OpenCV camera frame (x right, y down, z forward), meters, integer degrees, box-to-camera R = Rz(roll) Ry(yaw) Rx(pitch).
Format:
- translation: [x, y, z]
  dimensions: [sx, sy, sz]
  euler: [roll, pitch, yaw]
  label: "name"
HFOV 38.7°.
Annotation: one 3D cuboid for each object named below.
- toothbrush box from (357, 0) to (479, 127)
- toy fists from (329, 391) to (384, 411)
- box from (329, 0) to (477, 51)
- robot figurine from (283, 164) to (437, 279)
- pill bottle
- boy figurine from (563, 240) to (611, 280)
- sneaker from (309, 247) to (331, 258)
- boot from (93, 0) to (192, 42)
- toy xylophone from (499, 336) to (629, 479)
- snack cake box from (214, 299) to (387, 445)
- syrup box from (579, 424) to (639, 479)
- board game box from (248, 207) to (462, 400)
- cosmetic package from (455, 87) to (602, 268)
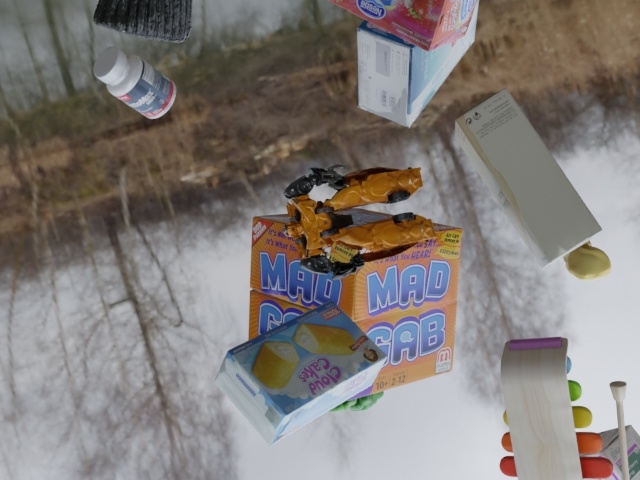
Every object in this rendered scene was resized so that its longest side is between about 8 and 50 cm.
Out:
- translation: [0.197, -0.408, 1.804]
  dimensions: [0.126, 0.216, 0.295]
  euler: [25, -122, 19]
  label: "toothbrush box"
- translation: [0.073, 0.377, 2.369]
  dimensions: [0.096, 0.142, 0.279]
  euler: [4, 175, 35]
  label: "toy fists"
- translation: [0.132, -0.439, 1.559]
  dimensions: [0.257, 0.123, 0.128]
  euler: [33, -142, 23]
  label: "box"
- translation: [0.065, -0.040, 1.695]
  dimensions: [0.291, 0.211, 0.085]
  euler: [-11, 174, -19]
  label: "robot figurine"
- translation: [-0.433, -0.369, 2.113]
  dimensions: [0.108, 0.108, 0.180]
  euler: [-14, 151, 33]
  label: "pill bottle"
- translation: [0.605, 0.002, 2.127]
  dimensions: [0.092, 0.177, 0.285]
  euler: [-6, -156, 5]
  label: "boy figurine"
- translation: [0.000, 0.000, 1.915]
  dimensions: [0.057, 0.075, 0.161]
  euler: [-4, -169, 17]
  label: "sneaker"
- translation: [-0.362, -0.491, 1.536]
  dimensions: [0.348, 0.260, 0.131]
  euler: [15, -157, -14]
  label: "boot"
- translation: [0.431, 0.332, 1.622]
  dimensions: [0.236, 0.323, 0.081]
  euler: [2, -163, 22]
  label: "toy xylophone"
- translation: [-0.030, 0.221, 1.560]
  dimensions: [0.264, 0.152, 0.089]
  euler: [-23, 147, -45]
  label: "snack cake box"
- translation: [0.533, 0.441, 1.782]
  dimensions: [0.093, 0.096, 0.237]
  euler: [-32, 175, -30]
  label: "syrup box"
- translation: [0.078, 0.130, 2.168]
  dimensions: [0.356, 0.356, 0.356]
  euler: [-6, -167, -42]
  label: "board game box"
- translation: [0.375, -0.110, 1.671]
  dimensions: [0.113, 0.309, 0.160]
  euler: [-32, 169, 4]
  label: "cosmetic package"
